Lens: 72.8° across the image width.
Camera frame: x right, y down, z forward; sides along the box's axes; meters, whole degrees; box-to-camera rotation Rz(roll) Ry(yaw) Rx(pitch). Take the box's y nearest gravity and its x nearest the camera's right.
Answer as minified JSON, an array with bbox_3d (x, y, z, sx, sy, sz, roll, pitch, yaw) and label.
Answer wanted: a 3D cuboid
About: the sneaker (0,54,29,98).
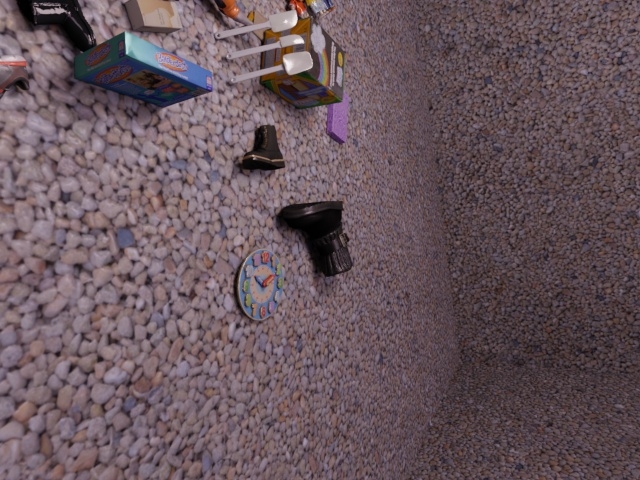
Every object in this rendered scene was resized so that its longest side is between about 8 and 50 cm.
[{"bbox_3d":[-0.525,-0.249,0.675,0.158,0.061,0.065,-41,128,-53],"label":"sneaker"}]

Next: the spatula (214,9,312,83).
[{"bbox_3d":[-0.154,-0.528,1.200,0.241,0.019,0.168,-20,102,-13],"label":"spatula"}]

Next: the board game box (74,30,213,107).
[{"bbox_3d":[-0.350,-0.335,0.878,0.210,0.159,0.047,0,86,-60],"label":"board game box"}]

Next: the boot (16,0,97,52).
[{"bbox_3d":[-0.476,-0.398,0.786,0.099,0.045,0.121,-39,112,-57],"label":"boot"}]

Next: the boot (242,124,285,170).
[{"bbox_3d":[-0.177,-0.278,1.263,0.198,0.076,0.137,-16,96,-72],"label":"boot"}]

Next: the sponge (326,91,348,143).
[{"bbox_3d":[0.069,-0.504,1.730,0.117,0.031,0.210,22,68,-57],"label":"sponge"}]

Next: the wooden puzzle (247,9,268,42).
[{"bbox_3d":[-0.186,-0.659,1.337,0.116,0.014,0.079,33,63,-53],"label":"wooden puzzle"}]

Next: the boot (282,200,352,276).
[{"bbox_3d":[0.004,0.000,1.465,0.347,0.131,0.261,-11,96,-60],"label":"boot"}]

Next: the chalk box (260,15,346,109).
[{"bbox_3d":[-0.034,-0.548,1.411,0.288,0.179,0.181,15,77,-59],"label":"chalk box"}]

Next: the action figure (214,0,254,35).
[{"bbox_3d":[-0.234,-0.724,1.071,0.330,0.178,0.342,-11,115,-77],"label":"action figure"}]

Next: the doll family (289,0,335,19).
[{"bbox_3d":[-0.021,-0.869,1.518,0.163,0.118,0.263,53,42,-21],"label":"doll family"}]

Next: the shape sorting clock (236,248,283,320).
[{"bbox_3d":[-0.167,0.126,1.250,0.206,0.040,0.207,11,77,-58],"label":"shape sorting clock"}]

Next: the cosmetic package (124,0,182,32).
[{"bbox_3d":[-0.372,-0.504,0.975,0.115,0.041,0.061,-39,120,-54],"label":"cosmetic package"}]
